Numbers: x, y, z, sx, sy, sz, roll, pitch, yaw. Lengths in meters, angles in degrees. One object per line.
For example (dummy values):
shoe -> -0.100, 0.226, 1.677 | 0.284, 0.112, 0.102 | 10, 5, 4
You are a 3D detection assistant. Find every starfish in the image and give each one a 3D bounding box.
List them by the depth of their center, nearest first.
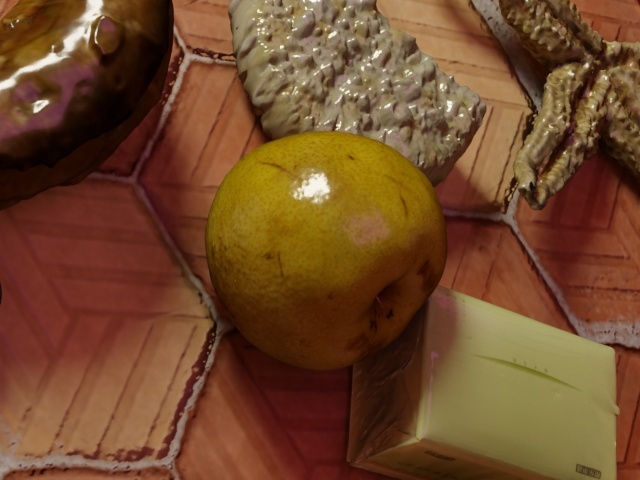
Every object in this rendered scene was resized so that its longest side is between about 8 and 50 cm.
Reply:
starfish -> 0.268, -0.141, 1.741 | 0.432, 0.082, 0.324 | 22, 59, -37

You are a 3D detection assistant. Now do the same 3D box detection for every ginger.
ginger -> -0.224, -0.120, 1.333 | 0.321, 0.165, 0.172 | -51, 125, -38

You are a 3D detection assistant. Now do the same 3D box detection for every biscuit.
biscuit -> 0.014, -0.145, 1.570 | 0.281, 0.084, 0.179 | 40, 58, -14

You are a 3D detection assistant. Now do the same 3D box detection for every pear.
pear -> 0.000, 0.000, 1.427 | 0.209, 0.209, 0.208 | 14, 64, -31

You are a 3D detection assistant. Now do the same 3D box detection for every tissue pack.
tissue pack -> 0.153, 0.151, 1.521 | 0.234, 0.125, 0.159 | 21, 61, -29

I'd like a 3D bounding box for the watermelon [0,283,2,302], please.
watermelon -> -0.300, 0.040, 1.273 | 0.111, 0.078, 0.078 | 4, 70, -33
